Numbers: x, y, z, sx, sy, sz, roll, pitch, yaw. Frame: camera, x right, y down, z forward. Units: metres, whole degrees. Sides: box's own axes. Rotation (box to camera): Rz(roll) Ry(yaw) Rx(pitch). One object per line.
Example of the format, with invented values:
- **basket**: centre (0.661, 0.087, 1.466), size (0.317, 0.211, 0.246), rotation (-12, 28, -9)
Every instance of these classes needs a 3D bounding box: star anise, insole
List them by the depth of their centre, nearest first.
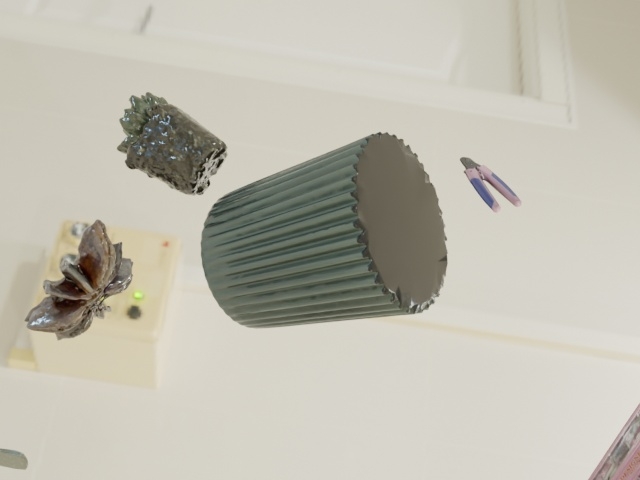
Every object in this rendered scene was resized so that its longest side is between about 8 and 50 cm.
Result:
- **insole**: centre (-0.583, 0.362, 1.625), size (0.010, 0.191, 0.063), rotation (-68, 155, -45)
- **star anise**: centre (-0.411, 0.077, 1.669), size (0.229, 0.093, 0.236), rotation (-26, 142, -53)

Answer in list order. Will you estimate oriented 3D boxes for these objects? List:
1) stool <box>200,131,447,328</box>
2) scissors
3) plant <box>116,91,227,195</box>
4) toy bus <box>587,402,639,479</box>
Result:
- **stool**: centre (0.000, 0.000, 1.596), size (0.297, 0.330, 0.297), rotation (25, 59, -50)
- **scissors**: centre (0.198, -0.070, 1.149), size (0.113, 0.039, 0.012), rotation (-123, -157, -46)
- **plant**: centre (-0.266, -0.165, 1.642), size (0.132, 0.194, 0.129), rotation (-58, 167, 2)
- **toy bus**: centre (0.204, 0.116, 0.496), size (0.090, 0.063, 0.203), rotation (-112, -139, -57)
